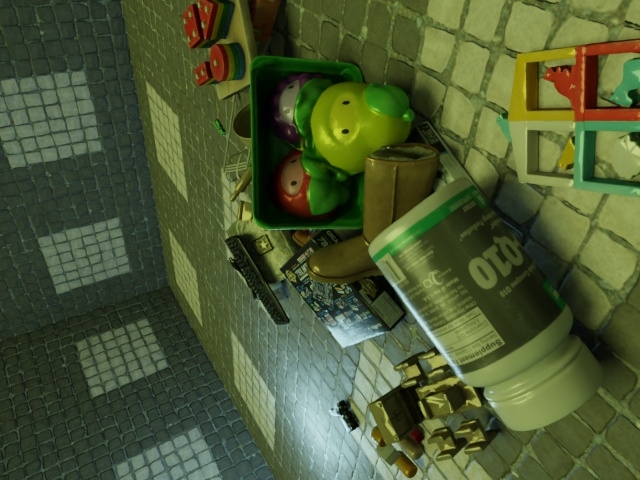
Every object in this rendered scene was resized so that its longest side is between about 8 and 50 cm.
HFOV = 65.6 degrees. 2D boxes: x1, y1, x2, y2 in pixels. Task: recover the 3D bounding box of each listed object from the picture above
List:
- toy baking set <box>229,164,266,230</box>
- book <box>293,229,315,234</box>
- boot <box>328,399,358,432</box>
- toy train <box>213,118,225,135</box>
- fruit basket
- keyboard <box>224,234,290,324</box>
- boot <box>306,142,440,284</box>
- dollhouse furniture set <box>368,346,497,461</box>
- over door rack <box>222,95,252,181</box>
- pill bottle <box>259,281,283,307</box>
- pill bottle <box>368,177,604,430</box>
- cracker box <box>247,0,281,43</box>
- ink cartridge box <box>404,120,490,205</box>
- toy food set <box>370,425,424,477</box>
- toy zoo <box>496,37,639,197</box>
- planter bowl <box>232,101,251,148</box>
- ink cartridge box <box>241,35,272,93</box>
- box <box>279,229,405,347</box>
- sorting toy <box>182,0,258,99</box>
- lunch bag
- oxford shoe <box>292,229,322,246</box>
[{"bbox_3d":[-0.146,-0.145,1.442,0.197,0.030,0.256,36,104,9],"label":"toy baking set"},{"bbox_3d":[-0.051,-0.056,1.492,0.096,0.035,0.144,59,151,17],"label":"book"},{"bbox_3d":[0.078,0.591,1.652,0.099,0.045,0.121,57,149,20],"label":"boot"},{"bbox_3d":[-0.385,-0.431,1.890,0.083,0.017,0.023,57,140,26],"label":"toy train"},{"bbox_3d":[0.003,-0.205,1.003,0.392,0.283,0.392,179,90,-76],"label":"fruit basket"},{"bbox_3d":[-0.212,0.130,1.565,0.317,0.033,0.201,60,157,-5],"label":"keyboard"},{"bbox_3d":[0.089,-0.049,0.940,0.089,0.236,0.269,-111,17,-46],"label":"boot"},{"bbox_3d":[0.257,0.356,1.117,0.242,0.161,0.212,-35,75,39],"label":"dollhouse furniture set"},{"bbox_3d":[-0.229,-0.352,1.575,0.239,0.108,0.324,6,99,59],"label":"over door rack"},{"bbox_3d":[-0.209,0.132,1.811,0.117,0.117,0.208,-25,84,63],"label":"pill bottle"},{"bbox_3d":[0.257,0.098,0.793,0.361,0.204,0.204,54,150,7],"label":"pill bottle"},{"bbox_3d":[-0.193,-0.633,1.300,0.232,0.067,0.155,46,124,40],"label":"cracker box"},{"bbox_3d":[0.208,-0.086,0.976,0.206,0.045,0.208,59,151,19],"label":"ink cartridge box"},{"bbox_3d":[0.190,0.515,1.301,0.104,0.111,0.232,31,164,52],"label":"toy food set"},{"bbox_3d":[0.358,-0.162,0.664,0.293,0.030,0.192,22,126,56],"label":"toy zoo"},{"bbox_3d":[-0.153,-0.310,1.407,0.162,0.162,0.109,48,171,38],"label":"planter bowl"},{"bbox_3d":[-0.244,-0.555,1.436,0.224,0.056,0.181,49,120,35],"label":"ink cartridge box"},{"bbox_3d":[0.042,0.132,1.307,0.293,0.073,0.295,51,152,2],"label":"box"},{"bbox_3d":[-0.267,-0.515,1.287,0.255,0.089,0.257,6,108,59],"label":"sorting toy"},{"bbox_3d":[-0.164,0.013,1.581,0.235,0.169,0.287,62,154,0],"label":"lunch bag"},{"bbox_3d":[0.000,0.000,1.403,0.212,0.076,0.076,25,106,44],"label":"oxford shoe"}]
